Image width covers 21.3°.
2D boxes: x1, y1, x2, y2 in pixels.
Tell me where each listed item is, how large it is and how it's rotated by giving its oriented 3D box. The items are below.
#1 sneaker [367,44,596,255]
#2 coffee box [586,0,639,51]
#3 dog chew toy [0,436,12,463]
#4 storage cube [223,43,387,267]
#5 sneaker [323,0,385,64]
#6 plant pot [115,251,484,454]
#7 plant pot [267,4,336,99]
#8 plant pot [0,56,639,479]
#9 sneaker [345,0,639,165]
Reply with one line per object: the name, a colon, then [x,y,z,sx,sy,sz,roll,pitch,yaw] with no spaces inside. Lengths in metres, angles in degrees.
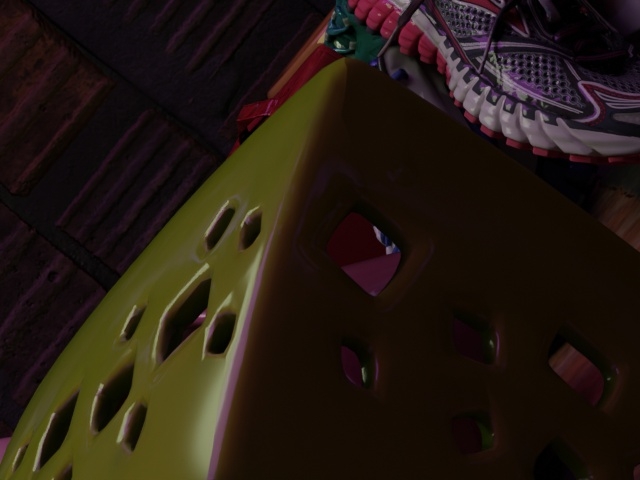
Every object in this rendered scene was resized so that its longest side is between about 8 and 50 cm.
sneaker: [0.067,-0.024,1.107,0.127,0.182,0.315,-50,5,26]
coffee box: [0.203,-0.281,1.062,0.119,0.297,0.168,-15,-5,-17]
dog chew toy: [-0.298,0.347,1.553,0.206,0.206,0.332,-76,12,-76]
storage cube: [0.000,0.000,1.351,0.193,0.215,0.183,-62,11,-30]
sneaker: [0.043,-0.147,1.365,0.110,0.275,0.107,-28,48,6]
plant pot: [0.015,0.095,0.837,0.201,0.201,0.180,-46,-8,38]
plant pot: [0.088,-0.151,1.610,0.291,0.203,0.291,-49,7,8]
plant pot: [0.008,0.124,0.528,0.228,0.227,0.207,-45,14,40]
sneaker: [0.122,-0.138,1.042,0.121,0.299,0.112,-6,-55,-39]
